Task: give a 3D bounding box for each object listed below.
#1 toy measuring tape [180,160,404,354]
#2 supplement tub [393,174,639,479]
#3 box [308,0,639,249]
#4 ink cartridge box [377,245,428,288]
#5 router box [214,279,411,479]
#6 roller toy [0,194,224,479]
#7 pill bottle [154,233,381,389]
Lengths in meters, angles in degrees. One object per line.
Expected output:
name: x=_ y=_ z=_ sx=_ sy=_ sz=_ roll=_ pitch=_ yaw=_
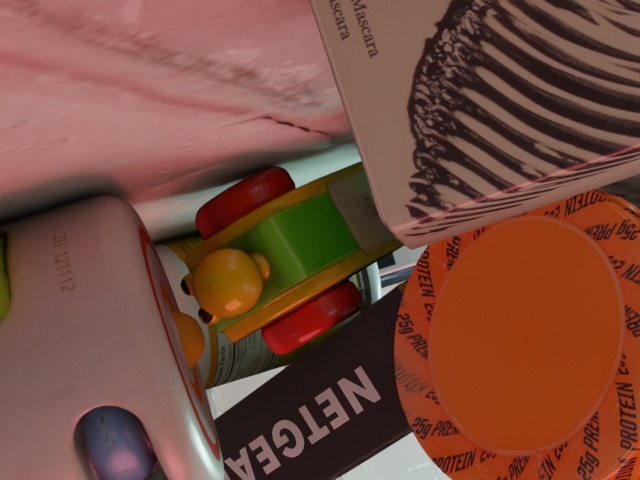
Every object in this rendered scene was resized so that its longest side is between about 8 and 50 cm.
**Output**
toy measuring tape: x=0.000 y=0.000 z=1.009 sx=0.121 sy=0.121 sz=0.330 roll=-22 pitch=-178 yaw=30
supplement tub: x=0.205 y=0.077 z=0.857 sx=0.207 sy=0.207 sz=0.338 roll=-22 pitch=157 yaw=34
box: x=0.141 y=-0.091 z=0.565 sx=0.275 sy=0.113 sz=0.094 roll=-20 pitch=172 yaw=6
ink cartridge box: x=0.062 y=0.011 z=1.452 sx=0.332 sy=0.065 sz=0.165 roll=-19 pitch=173 yaw=3
router box: x=0.044 y=0.102 z=1.063 sx=0.309 sy=0.081 sz=0.243 roll=-39 pitch=170 yaw=38
roller toy: x=-0.137 y=0.077 z=0.859 sx=0.146 sy=0.191 sz=0.209 roll=-18 pitch=174 yaw=-2
pill bottle: x=-0.069 y=0.048 z=1.148 sx=0.215 sy=0.117 sz=0.117 roll=-14 pitch=173 yaw=-29
